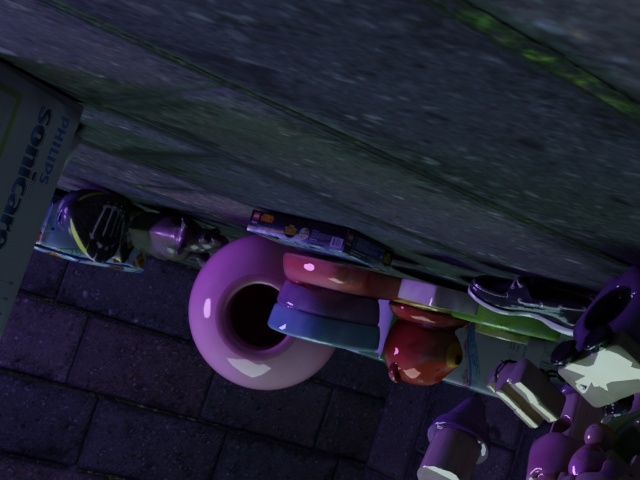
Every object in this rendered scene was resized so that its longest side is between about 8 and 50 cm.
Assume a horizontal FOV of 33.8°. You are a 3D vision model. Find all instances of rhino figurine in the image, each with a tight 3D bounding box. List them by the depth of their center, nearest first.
[{"bbox_3d":[-0.211,-0.003,1.577,0.106,0.073,0.243,18,174,-29],"label":"rhino figurine"}]

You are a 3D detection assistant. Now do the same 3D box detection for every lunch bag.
[{"bbox_3d":[-0.483,-0.028,2.003,0.303,0.115,0.243,20,176,-30],"label":"lunch bag"}]

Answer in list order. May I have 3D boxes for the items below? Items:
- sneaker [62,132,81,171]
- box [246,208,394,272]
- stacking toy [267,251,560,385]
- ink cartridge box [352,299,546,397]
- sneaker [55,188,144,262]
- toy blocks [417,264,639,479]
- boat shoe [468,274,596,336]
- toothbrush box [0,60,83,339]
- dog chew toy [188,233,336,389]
[{"bbox_3d":[-0.293,-0.092,1.031,0.094,0.080,0.212,31,164,-14],"label":"sneaker"},{"bbox_3d":[0.000,0.000,1.153,0.137,0.027,0.094,13,173,37],"label":"box"},{"bbox_3d":[0.108,0.112,1.213,0.309,0.130,0.279,13,179,-40],"label":"stacking toy"},{"bbox_3d":[0.205,0.177,1.775,0.278,0.117,0.201,19,174,-15],"label":"ink cartridge box"},{"bbox_3d":[-0.367,-0.029,1.660,0.121,0.111,0.300,22,173,4],"label":"sneaker"},{"bbox_3d":[0.274,0.136,0.878,0.309,0.260,0.288,43,139,-11],"label":"toy blocks"},{"bbox_3d":[0.199,0.052,0.989,0.125,0.038,0.046,21,-142,27],"label":"boat shoe"},{"bbox_3d":[-0.359,-0.055,0.841,0.283,0.206,0.122,16,174,27],"label":"toothbrush box"},{"bbox_3d":[-0.063,0.092,1.463,0.207,0.206,0.332,18,-177,5],"label":"dog chew toy"}]
